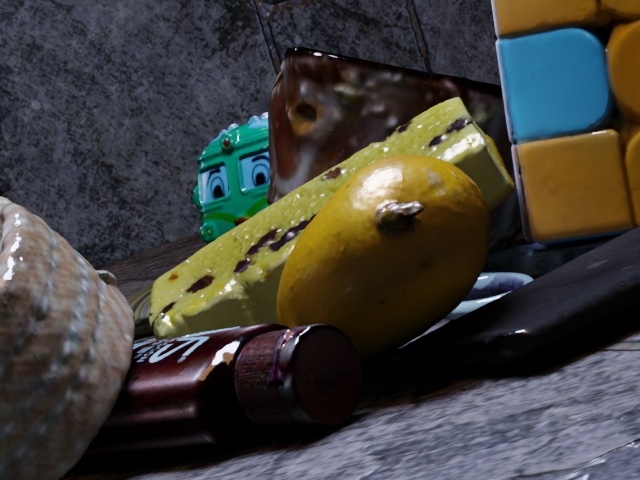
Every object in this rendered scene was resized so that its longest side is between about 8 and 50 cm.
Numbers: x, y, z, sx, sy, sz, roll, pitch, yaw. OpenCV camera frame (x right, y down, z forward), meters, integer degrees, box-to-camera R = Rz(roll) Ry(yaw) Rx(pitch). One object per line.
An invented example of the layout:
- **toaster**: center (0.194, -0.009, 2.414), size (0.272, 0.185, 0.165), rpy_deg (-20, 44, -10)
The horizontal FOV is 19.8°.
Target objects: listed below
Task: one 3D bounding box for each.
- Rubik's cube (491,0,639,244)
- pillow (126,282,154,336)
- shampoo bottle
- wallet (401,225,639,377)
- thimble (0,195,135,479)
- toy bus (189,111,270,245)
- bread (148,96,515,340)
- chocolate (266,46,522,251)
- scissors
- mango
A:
- **Rubik's cube**: center (0.334, -0.171, 1.710), size (0.291, 0.291, 0.290), rpy_deg (-8, 7, 19)
- **pillow**: center (-0.168, 0.069, 2.248), size (0.212, 0.052, 0.208), rpy_deg (-17, 7, 29)
- **shampoo bottle**: center (-0.108, 0.115, 1.391), size (0.323, 0.084, 0.129), rpy_deg (-12, 12, 46)
- **wallet**: center (0.225, 0.034, 1.401), size (0.321, 0.044, 0.170), rpy_deg (-24, 7, -31)
- **thimble**: center (-0.248, 0.086, 1.360), size (0.196, 0.148, 0.229), rpy_deg (-12, 40, 43)
- **toy bus**: center (0.011, -0.064, 2.136), size (0.183, 0.199, 0.343), rpy_deg (-15, 2, 39)
- **bread**: center (0.001, 0.000, 1.686), size (0.361, 0.077, 0.138), rpy_deg (-31, 23, 8)
- **chocolate**: center (0.086, -0.074, 1.880), size (0.340, 0.210, 0.225), rpy_deg (6, 5, -38)
- **scissors**: center (0.080, 0.040, 1.712), size (0.383, 0.029, 0.256), rpy_deg (-5, 12, 37)
- **mango**: center (0.045, 0.027, 1.422), size (0.176, 0.119, 0.317), rpy_deg (-37, -10, -23)
